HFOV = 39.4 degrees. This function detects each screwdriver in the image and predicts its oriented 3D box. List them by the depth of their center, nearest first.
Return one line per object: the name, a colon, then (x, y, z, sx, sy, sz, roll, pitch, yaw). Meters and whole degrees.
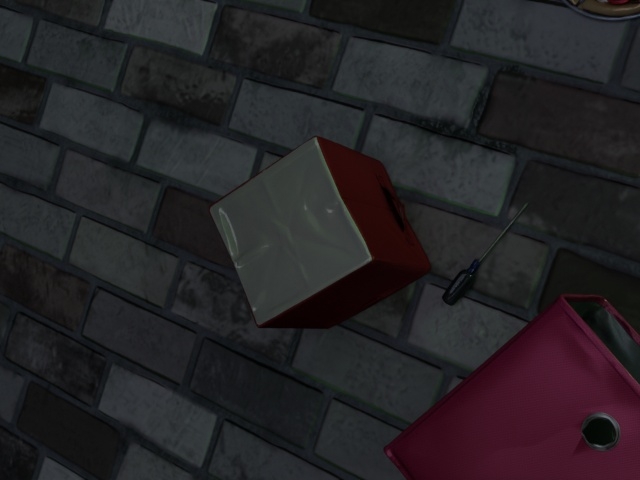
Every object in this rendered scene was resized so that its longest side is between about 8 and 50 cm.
screwdriver: (0.215, 0.015, 1.174, 0.170, 0.024, 0.025, -55, 35, 6)

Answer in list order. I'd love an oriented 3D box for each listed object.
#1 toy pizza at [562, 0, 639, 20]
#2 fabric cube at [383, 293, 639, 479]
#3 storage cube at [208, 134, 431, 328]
toy pizza: (0.377, -0.375, 1.115, 0.201, 0.032, 0.201, -3, 84, 28)
fabric cube: (0.276, 0.235, 0.981, 0.258, 0.259, 0.254, -44, 68, 17)
storage cube: (0.000, 0.000, 1.190, 0.215, 0.193, 0.184, -31, 72, 21)
